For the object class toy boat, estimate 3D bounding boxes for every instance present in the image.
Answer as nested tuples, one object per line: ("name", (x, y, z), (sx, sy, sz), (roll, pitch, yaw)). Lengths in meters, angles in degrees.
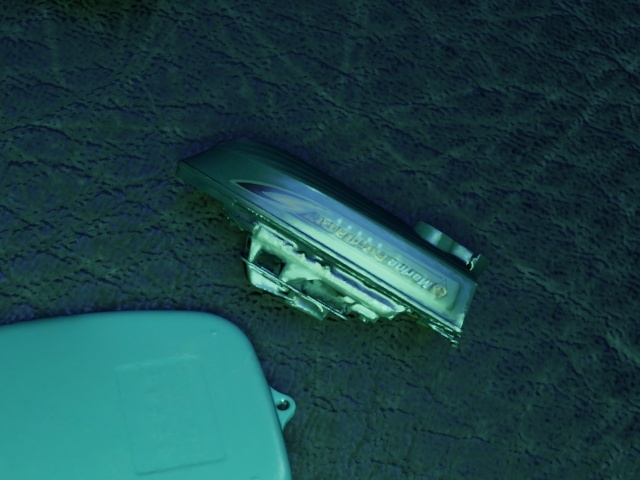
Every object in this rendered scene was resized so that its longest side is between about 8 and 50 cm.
("toy boat", (0.000, 0.004, 0.902), (0.296, 0.114, 0.122), (28, 90, -2))

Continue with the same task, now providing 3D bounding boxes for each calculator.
("calculator", (-0.204, 0.163, 0.799), (0.386, 0.054, 0.256), (-7, 49, -18))
